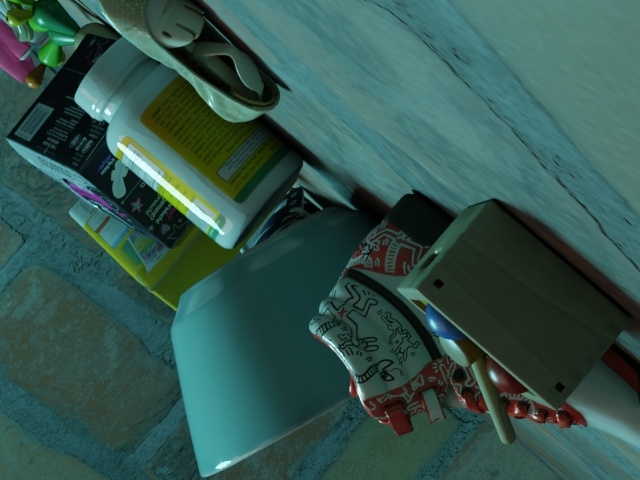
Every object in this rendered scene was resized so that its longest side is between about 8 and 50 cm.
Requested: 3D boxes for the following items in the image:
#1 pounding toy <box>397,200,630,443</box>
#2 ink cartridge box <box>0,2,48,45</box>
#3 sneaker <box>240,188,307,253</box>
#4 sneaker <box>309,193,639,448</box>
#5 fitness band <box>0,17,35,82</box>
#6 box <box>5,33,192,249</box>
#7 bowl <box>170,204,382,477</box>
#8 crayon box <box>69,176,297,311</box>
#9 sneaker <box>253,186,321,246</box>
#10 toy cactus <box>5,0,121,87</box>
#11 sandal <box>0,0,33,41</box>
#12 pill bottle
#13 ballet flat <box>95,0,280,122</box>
[{"bbox_3d":[0.113,0.057,0.948,0.130,0.100,0.141,41,177,-1],"label":"pounding toy"},{"bbox_3d":[-0.522,-0.418,2.087,0.304,0.072,0.307,41,175,7],"label":"ink cartridge box"},{"bbox_3d":[-0.057,-0.018,1.934,0.296,0.104,0.147,45,-178,36],"label":"sneaker"},{"bbox_3d":[0.119,0.101,1.082,0.270,0.145,0.090,39,176,12],"label":"sneaker"},{"bbox_3d":[-0.510,-0.332,2.126,0.209,0.054,0.291,40,177,46],"label":"fitness band"},{"bbox_3d":[-0.209,-0.110,1.637,0.142,0.163,0.247,41,171,-29],"label":"box"},{"bbox_3d":[-0.019,0.079,1.441,0.163,0.312,0.311,59,178,3],"label":"bowl"},{"bbox_3d":[-0.157,-0.044,1.742,0.083,0.203,0.323,42,177,-29],"label":"crayon box"},{"bbox_3d":[0.000,0.000,1.679,0.099,0.153,0.282,43,146,-14],"label":"sneaker"},{"bbox_3d":[-0.302,-0.240,1.801,0.180,0.112,0.219,25,159,39],"label":"toy cactus"},{"bbox_3d":[-0.407,-0.317,1.850,0.072,0.049,0.180,53,166,56],"label":"sandal"},{"bbox_3d":[-0.129,-0.099,1.444,0.208,0.117,0.117,40,177,2],"label":"pill bottle"},{"bbox_3d":[-0.090,-0.146,1.093,0.052,0.057,0.168,-4,148,43],"label":"ballet flat"}]
